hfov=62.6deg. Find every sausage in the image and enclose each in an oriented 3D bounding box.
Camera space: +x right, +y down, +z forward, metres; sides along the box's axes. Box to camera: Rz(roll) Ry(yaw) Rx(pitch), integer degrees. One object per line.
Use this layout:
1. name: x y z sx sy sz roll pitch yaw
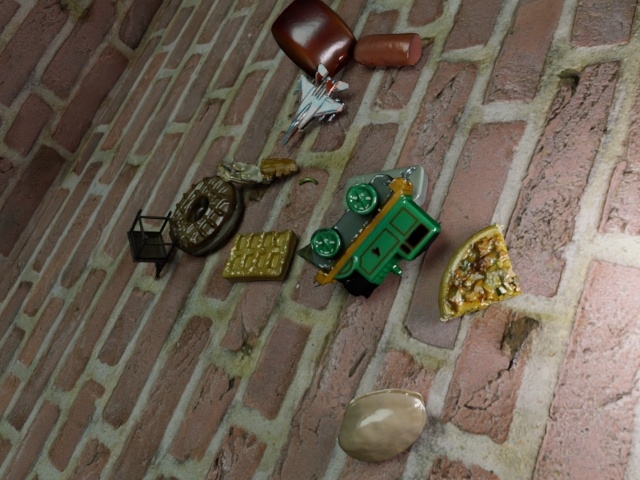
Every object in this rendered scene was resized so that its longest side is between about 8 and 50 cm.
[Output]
1. sausage: 0.227 -0.668 1.845 0.259 0.113 0.114 17 74 41

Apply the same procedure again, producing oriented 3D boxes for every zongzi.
1. zongzi: 0.000 0.000 1.636 0.154 0.062 0.130 -51 33 -9

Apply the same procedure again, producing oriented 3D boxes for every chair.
1. chair: -0.642 0.017 1.979 0.260 0.141 0.155 -51 49 38

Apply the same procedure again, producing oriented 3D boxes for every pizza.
1. pizza: 0.390 0.085 1.274 0.197 0.058 0.292 31 84 44
2. pizza: -0.168 -0.260 1.903 0.134 0.046 0.175 -28 31 -32

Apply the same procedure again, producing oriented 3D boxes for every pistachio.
1. pistachio: 0.138 0.420 1.214 0.223 0.126 0.152 -34 81 9

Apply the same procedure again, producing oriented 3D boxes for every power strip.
1. power strip: 0.182 -0.118 1.562 0.264 0.059 0.194 -6 59 34

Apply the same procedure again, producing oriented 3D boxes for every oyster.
1. oyster: -0.279 -0.237 1.939 0.133 0.208 0.072 -103 24 -56

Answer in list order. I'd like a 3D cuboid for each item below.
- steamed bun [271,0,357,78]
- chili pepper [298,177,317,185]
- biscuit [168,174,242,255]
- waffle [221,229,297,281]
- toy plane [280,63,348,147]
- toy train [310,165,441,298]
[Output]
1. steamed bun: -0.038 -0.792 2.028 0.235 0.248 0.379 -43 44 6
2. chili pepper: -0.042 -0.204 1.818 0.083 0.017 0.030 9 71 40
3. biscuit: -0.436 -0.096 1.993 0.331 0.103 0.332 -19 53 26
4. waffle: -0.203 0.054 1.750 0.274 0.057 0.168 -4 61 36
5. toy plane: -0.043 -0.472 1.922 0.223 0.104 0.326 42 110 18
6. toy train: 0.145 -0.004 1.418 0.249 0.178 0.429 42 106 11
